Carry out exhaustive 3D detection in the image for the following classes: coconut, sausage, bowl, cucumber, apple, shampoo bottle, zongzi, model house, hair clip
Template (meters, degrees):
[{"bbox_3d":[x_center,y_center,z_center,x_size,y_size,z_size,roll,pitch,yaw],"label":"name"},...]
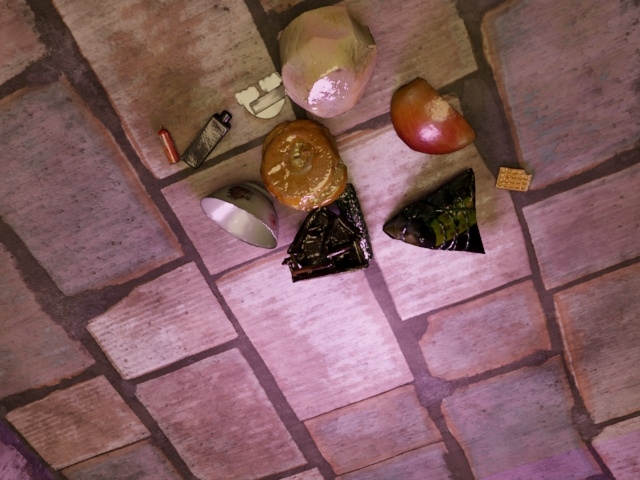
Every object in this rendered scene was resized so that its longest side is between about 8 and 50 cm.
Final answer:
[{"bbox_3d":[0.027,-0.595,1.573,0.352,0.353,0.353,0,114,0],"label":"coconut"},{"bbox_3d":[-0.580,-0.363,1.804,0.048,0.050,0.145,-16,112,1],"label":"sausage"},{"bbox_3d":[-0.278,-0.121,1.823,0.337,0.337,0.158,33,68,-14],"label":"bowl"},{"bbox_3d":[0.145,-0.053,1.919,0.096,0.096,0.360,-19,112,8],"label":"cucumber"},{"bbox_3d":[0.416,-0.435,1.742,0.346,0.254,0.179,38,66,-17],"label":"apple"},{"bbox_3d":[-0.419,-0.383,1.779,0.079,0.080,0.246,39,108,-17],"label":"shampoo bottle"},{"bbox_3d":[0.500,-0.034,1.872,0.383,0.319,0.362,-32,109,-7],"label":"zongzi"},{"bbox_3d":[0.000,0.000,1.793,0.297,0.317,0.283,-8,84,-11],"label":"model house"},{"bbox_3d":[-0.191,-0.523,1.739,0.220,0.054,0.140,-26,116,13],"label":"hair clip"}]

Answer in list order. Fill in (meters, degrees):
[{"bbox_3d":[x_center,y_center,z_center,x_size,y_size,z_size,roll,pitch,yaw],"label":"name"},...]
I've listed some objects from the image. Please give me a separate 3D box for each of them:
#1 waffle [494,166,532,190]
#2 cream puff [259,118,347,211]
[{"bbox_3d":[0.766,-0.244,1.883,0.134,0.021,0.092,4,113,-2],"label":"waffle"},{"bbox_3d":[-0.053,-0.274,1.734,0.342,0.231,0.327,26,97,6],"label":"cream puff"}]
